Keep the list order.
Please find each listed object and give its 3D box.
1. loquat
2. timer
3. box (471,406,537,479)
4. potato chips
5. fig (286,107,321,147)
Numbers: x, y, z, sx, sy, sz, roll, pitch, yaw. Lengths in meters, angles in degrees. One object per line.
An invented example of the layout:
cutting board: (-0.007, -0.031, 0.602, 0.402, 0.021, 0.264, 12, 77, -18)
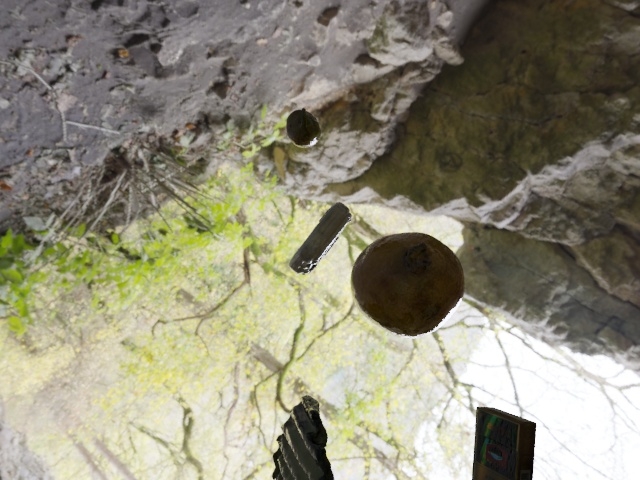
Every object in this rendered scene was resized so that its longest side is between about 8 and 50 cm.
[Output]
loquat: (0.163, 0.074, 0.865, 0.213, 0.213, 0.246, -55, 163, -23)
timer: (0.000, 0.000, 1.526, 0.237, 0.087, 0.262, -54, -179, -28)
box: (0.490, 0.588, 1.244, 0.159, 0.071, 0.240, 169, -72, -67)
potato chips: (-0.038, 0.597, 1.150, 0.429, 0.070, 0.358, -167, -94, -70)
fig: (-0.038, -0.252, 1.042, 0.098, 0.082, 0.084, -104, -159, -81)
